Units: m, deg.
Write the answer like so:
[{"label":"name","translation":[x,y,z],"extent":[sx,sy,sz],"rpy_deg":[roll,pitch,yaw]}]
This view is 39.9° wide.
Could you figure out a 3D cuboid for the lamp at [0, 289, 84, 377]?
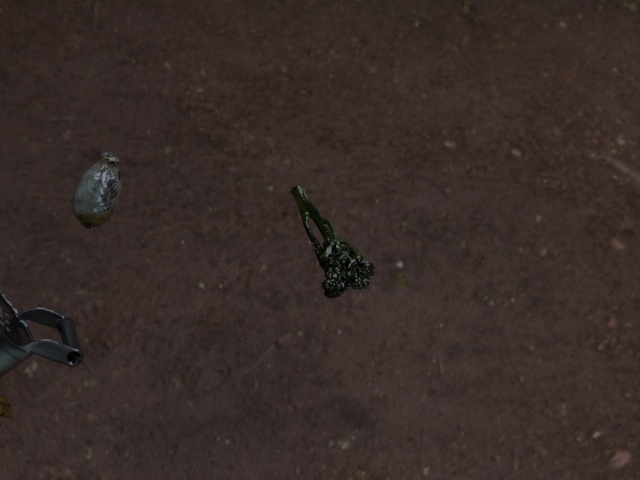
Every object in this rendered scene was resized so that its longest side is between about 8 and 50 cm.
[{"label":"lamp","translation":[-0.688,0.208,1.679],"extent":[0.374,0.272,0.205],"rpy_deg":[34,6,-30]}]

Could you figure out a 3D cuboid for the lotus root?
[{"label":"lotus root","translation":[-0.435,-0.100,1.728],"extent":[0.088,0.088,0.165],"rpy_deg":[16,81,7]}]

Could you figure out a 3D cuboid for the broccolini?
[{"label":"broccolini","translation":[-0.001,-0.008,1.200],"extent":[0.074,0.058,0.201],"rpy_deg":[-29,64,-7]}]

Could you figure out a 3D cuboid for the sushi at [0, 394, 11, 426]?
[{"label":"sushi","translation":[-0.508,0.213,1.046],"extent":[0.213,0.204,0.200],"rpy_deg":[-10,46,32]}]
